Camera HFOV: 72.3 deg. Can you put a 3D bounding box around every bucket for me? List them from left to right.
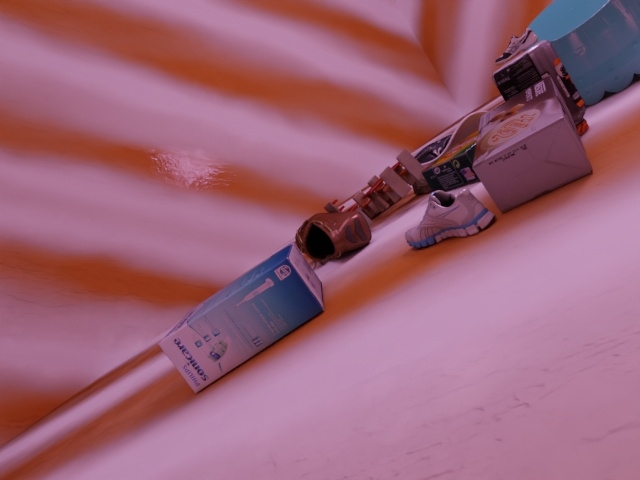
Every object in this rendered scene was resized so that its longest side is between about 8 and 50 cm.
[{"bbox_3d":[0.626,-0.470,1.020,0.281,0.183,0.281,-40,22,20],"label":"bucket"}]

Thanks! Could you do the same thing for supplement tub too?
[{"bbox_3d":[0.435,-0.279,0.862,0.117,0.190,0.117,-34,7,5],"label":"supplement tub"}]

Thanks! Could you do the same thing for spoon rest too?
[{"bbox_3d":[0.388,-0.268,1.269,0.276,0.137,0.084,-30,33,10],"label":"spoon rest"}]

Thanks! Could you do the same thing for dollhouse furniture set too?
[{"bbox_3d":[0.150,-0.145,1.304,0.259,0.135,0.262,-46,3,-15],"label":"dollhouse furniture set"}]

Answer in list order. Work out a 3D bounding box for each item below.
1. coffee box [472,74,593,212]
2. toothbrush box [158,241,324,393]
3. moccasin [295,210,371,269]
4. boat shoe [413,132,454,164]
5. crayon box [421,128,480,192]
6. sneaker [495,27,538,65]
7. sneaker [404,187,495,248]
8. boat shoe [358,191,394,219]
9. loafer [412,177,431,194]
[{"bbox_3d":[0.347,-0.169,0.734,0.141,0.098,0.246,-28,18,36],"label":"coffee box"},{"bbox_3d":[-0.148,0.144,0.902,0.296,0.126,0.216,-33,7,3],"label":"toothbrush box"},{"bbox_3d":[0.001,0.003,1.251,0.147,0.139,0.380,-27,13,-21],"label":"moccasin"},{"bbox_3d":[0.403,-0.279,1.367,0.303,0.114,0.091,-33,1,11],"label":"boat shoe"},{"bbox_3d":[0.436,-0.247,1.118,0.319,0.081,0.202,-35,6,-17],"label":"crayon box"},{"bbox_3d":[0.376,-0.377,0.853,0.083,0.037,0.032,-31,9,34],"label":"sneaker"},{"bbox_3d":[0.204,-0.044,0.753,0.071,0.083,0.191,-39,7,-30],"label":"sneaker"},{"bbox_3d":[0.202,-0.138,1.494,0.207,0.073,0.073,-34,8,-6],"label":"boat shoe"},{"bbox_3d":[0.310,-0.170,1.300,0.056,0.050,0.148,-36,7,-17],"label":"loafer"}]
